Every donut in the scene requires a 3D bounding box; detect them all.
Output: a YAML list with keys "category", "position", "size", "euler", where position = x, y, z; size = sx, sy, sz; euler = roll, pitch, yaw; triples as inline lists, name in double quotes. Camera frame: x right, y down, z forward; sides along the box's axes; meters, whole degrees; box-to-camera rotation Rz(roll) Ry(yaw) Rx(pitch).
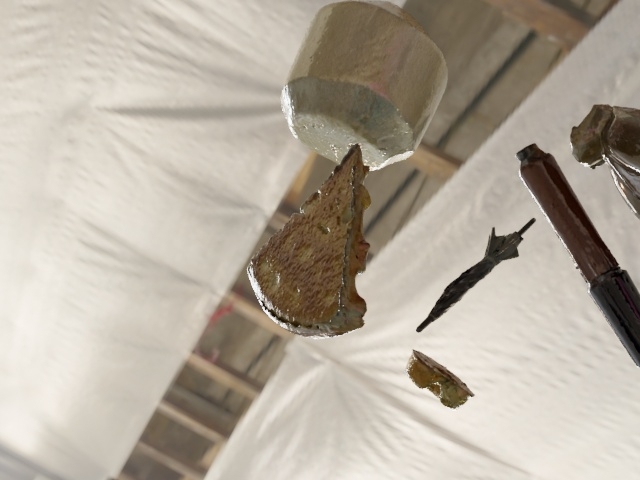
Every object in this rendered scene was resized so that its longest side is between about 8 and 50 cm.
- category: "donut"
  position: [0.165, 0.200, 1.772]
  size: [0.108, 0.043, 0.097]
  euler: [38, 5, -11]

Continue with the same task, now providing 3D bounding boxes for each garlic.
- category: "garlic"
  position: [0.565, -0.099, 1.996]
  size: [0.325, 0.132, 0.279]
  euler: [31, -6, 27]

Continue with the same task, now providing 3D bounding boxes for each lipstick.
- category: "lipstick"
  position: [0.453, 0.021, 2.096]
  size: [0.418, 0.077, 0.077]
  euler: [60, -29, 9]

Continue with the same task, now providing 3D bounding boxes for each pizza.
- category: "pizza"
  position: [0.000, 0.000, 1.104]
  size: [0.036, 0.176, 0.185]
  euler: [25, -12, -32]

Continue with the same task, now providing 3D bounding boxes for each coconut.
- category: "coconut"
  position: [0.073, -0.249, 1.895]
  size: [0.237, 0.265, 0.237]
  euler: [17, -21, 7]

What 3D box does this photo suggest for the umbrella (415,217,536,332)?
- category: "umbrella"
  position: [0.174, 0.026, 1.346]
  size: [0.044, 0.269, 0.044]
  euler: [45, -48, 8]
